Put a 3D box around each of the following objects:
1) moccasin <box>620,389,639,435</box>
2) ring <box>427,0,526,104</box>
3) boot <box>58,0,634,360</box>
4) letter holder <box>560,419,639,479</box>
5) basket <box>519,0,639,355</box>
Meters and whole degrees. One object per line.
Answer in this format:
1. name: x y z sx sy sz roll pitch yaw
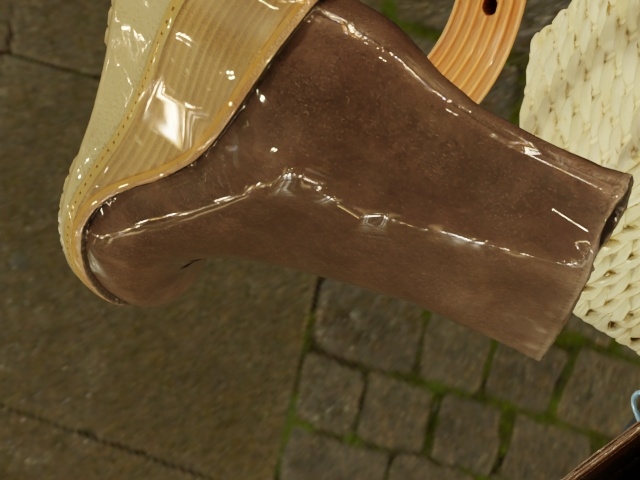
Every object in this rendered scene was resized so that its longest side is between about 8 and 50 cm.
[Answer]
1. moccasin: 0.372 0.248 1.645 0.117 0.342 0.137 23 69 14
2. ring: 0.029 -0.225 1.213 0.336 0.032 0.336 6 99 38
3. boot: 0.000 0.000 0.624 0.207 0.090 0.248 31 149 8
4. letter holder: 0.301 0.317 1.402 0.214 0.302 0.152 -32 55 -11
5. basket: 0.359 -0.095 1.375 0.266 0.331 0.328 25 142 -16
